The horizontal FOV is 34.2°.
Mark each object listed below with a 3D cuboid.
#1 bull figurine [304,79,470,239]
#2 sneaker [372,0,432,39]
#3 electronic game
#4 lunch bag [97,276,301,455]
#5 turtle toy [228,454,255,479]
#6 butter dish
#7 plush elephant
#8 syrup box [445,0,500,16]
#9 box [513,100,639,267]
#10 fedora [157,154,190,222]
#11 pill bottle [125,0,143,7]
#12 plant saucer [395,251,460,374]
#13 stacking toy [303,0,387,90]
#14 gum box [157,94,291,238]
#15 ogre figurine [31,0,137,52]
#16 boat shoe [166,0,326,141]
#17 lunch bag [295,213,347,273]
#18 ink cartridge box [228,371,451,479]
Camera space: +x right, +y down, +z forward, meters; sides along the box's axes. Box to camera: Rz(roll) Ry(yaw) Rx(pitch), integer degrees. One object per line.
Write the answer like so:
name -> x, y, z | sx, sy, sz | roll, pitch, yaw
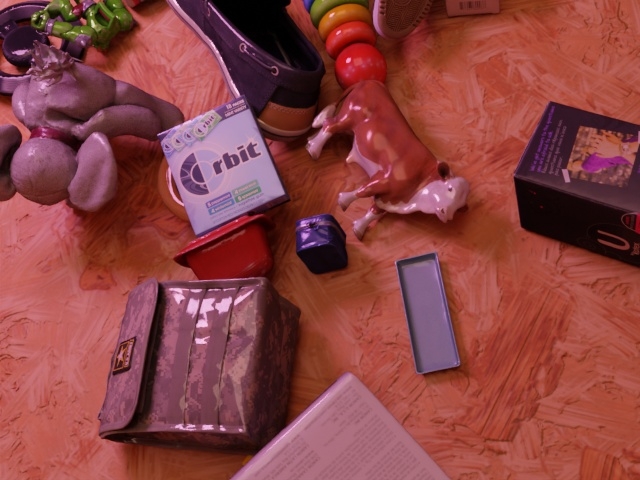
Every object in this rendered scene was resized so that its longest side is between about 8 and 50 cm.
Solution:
bull figurine -> 0.101, -0.119, 1.651 | 0.188, 0.101, 0.310 | -30, 60, 0
sneaker -> 0.128, -0.467, 1.810 | 0.153, 0.099, 0.282 | -4, 67, 60
electronic game -> -0.564, -0.371, 1.995 | 0.229, 0.048, 0.229 | -3, 60, 4
lunch bag -> -0.195, 0.184, 1.536 | 0.287, 0.169, 0.235 | -2, 65, 23
turtle toy -> -0.077, 0.368, 1.459 | 0.130, 0.066, 0.095 | 24, 73, 24
butter dish -> -0.129, 0.041, 1.619 | 0.160, 0.160, 0.118 | -25, 83, 0
plush elephant -> -0.421, -0.161, 1.736 | 0.271, 0.330, 0.255 | 16, 86, 14
syrup box -> 0.266, -0.516, 1.820 | 0.093, 0.096, 0.237 | -1, 62, 12
box -> 0.431, -0.069, 1.497 | 0.270, 0.165, 0.143 | 20, 70, 24
fedora -> -0.174, -0.103, 1.728 | 0.194, 0.079, 0.194 | -6, 63, 13
pill bottle -> -0.313, -0.532, 1.980 | 0.180, 0.108, 0.108 | -30, 59, -2
plant saucer -> 0.161, 0.109, 1.562 | 0.067, 0.018, 0.192 | -13, 59, 8
stacking toy -> 0.040, -0.395, 1.806 | 0.141, 0.141, 0.330 | -21, 65, 4
gum box -> -0.154, -0.116, 1.648 | 0.157, 0.041, 0.184 | -24, 73, 5
ogre figurine -> -0.433, -0.416, 1.948 | 0.118, 0.197, 0.097 | 38, 117, 15
boat shoe -> -0.135, -0.396, 1.796 | 0.186, 0.156, 0.500 | -8, 56, -36
lunch bag -> 0.000, 0.000, 1.616 | 0.067, 0.098, 0.065 | -12, 57, 15
ink cartridge box -> 0.054, 0.417, 1.376 | 0.308, 0.091, 0.385 | -42, 86, -9
